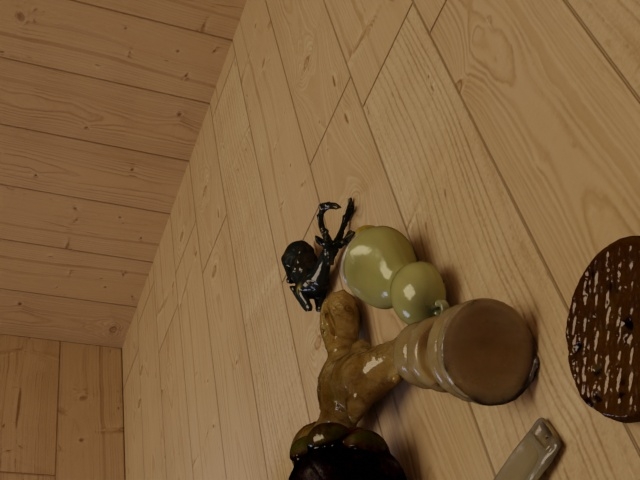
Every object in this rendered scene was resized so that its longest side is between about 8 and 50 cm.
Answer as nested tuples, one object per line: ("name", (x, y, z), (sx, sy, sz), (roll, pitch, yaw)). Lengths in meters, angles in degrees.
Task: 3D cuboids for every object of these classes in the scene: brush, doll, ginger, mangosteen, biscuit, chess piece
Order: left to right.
("ginger", (0.037, 0.280, 1.662), (0.348, 0.122, 0.363), (-166, 96, -77))
("mangosteen", (0.042, 0.392, 1.492), (0.210, 0.209, 0.210), (-170, 90, -69))
("doll", (0.131, 0.063, 1.550), (0.296, 0.117, 0.141), (33, 119, 52))
("chess piece", (0.183, 0.165, 1.342), (0.261, 0.142, 0.143), (153, 124, -69))
("brush", (0.230, 0.374, 1.243), (0.321, 0.050, 0.060), (-62, 24, 21))
("biscuit", (0.349, 0.098, 1.066), (0.212, 0.036, 0.212), (-169, 90, -69))

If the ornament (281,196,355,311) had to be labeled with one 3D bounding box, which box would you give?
("ornament", (0.000, 0.000, 1.935), (0.202, 0.080, 0.236), (-114, 37, -50))
